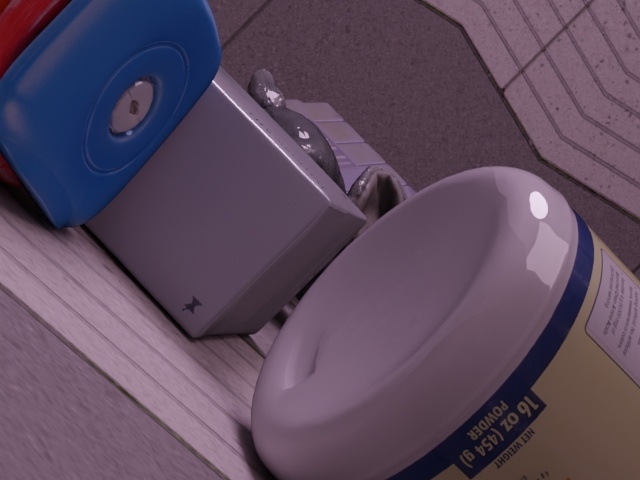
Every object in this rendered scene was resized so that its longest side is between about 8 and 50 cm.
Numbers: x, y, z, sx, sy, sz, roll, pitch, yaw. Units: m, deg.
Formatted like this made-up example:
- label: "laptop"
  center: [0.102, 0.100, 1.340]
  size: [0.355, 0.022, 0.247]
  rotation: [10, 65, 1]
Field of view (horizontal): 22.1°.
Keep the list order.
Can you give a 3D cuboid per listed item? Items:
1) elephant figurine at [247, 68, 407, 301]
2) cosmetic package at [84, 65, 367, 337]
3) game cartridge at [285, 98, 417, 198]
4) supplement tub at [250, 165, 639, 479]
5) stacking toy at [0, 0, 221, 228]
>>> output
- label: "elephant figurine"
  center: [0.000, 0.000, 1.503]
  size: [0.239, 0.186, 0.169]
  rotation: [36, 3, -37]
- label: "cosmetic package"
  center: [-0.098, -0.053, 1.195]
  size: [0.224, 0.138, 0.224]
  rotation: [45, 5, 7]
- label: "game cartridge"
  center: [-0.031, -0.060, 1.746]
  size: [0.230, 0.068, 0.355]
  rotation: [43, 24, 22]
- label: "supplement tub"
  center: [0.143, 0.139, 0.994]
  size: [0.325, 0.235, 0.235]
  rotation: [44, 4, -19]
- label: "stacking toy"
  center: [-0.226, -0.158, 1.034]
  size: [0.302, 0.166, 0.175]
  rotation: [35, -15, 20]
